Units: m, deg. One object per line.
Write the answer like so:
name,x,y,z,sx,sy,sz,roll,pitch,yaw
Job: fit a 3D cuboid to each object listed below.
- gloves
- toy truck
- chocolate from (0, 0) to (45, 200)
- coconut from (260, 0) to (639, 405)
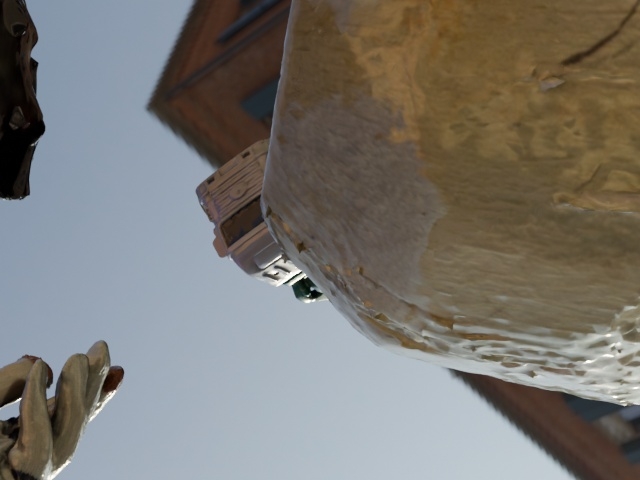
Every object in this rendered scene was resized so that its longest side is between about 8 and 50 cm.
gloves,-0.278,0.178,1.260,0.219,0.140,0.131,-16,-87,-28
toy truck,-0.004,-0.007,1.849,0.363,0.176,0.178,30,-149,-51
chocolate,-0.237,-0.134,0.704,0.224,0.206,0.177,13,-85,-47
coconut,0.157,-0.081,0.795,0.360,0.346,0.346,12,-135,1
